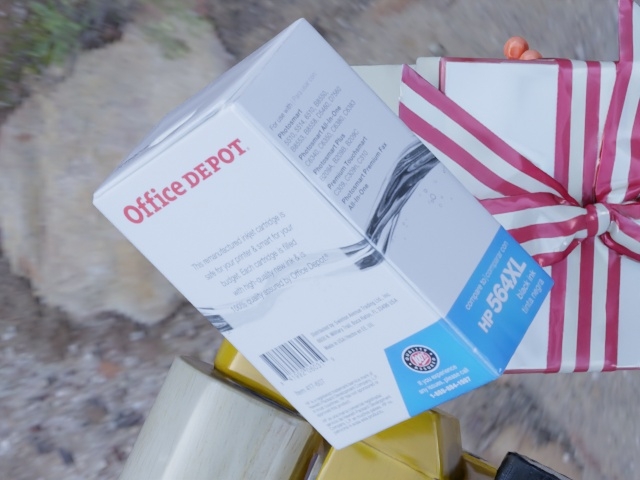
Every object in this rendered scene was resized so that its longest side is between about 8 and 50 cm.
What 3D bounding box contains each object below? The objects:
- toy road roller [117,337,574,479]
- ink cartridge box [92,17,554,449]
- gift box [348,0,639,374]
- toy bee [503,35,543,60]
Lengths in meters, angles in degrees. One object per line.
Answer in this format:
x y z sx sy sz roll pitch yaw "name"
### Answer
0.043 0.202 1.268 0.329 0.240 0.203 25 90 13 "toy road roller"
0.000 0.000 1.076 0.203 0.086 0.148 47 140 -12 "ink cartridge box"
0.141 -0.041 1.481 0.255 0.258 0.276 -6 97 -21 "gift box"
0.155 -0.094 1.737 0.195 0.162 0.298 23 56 41 "toy bee"
